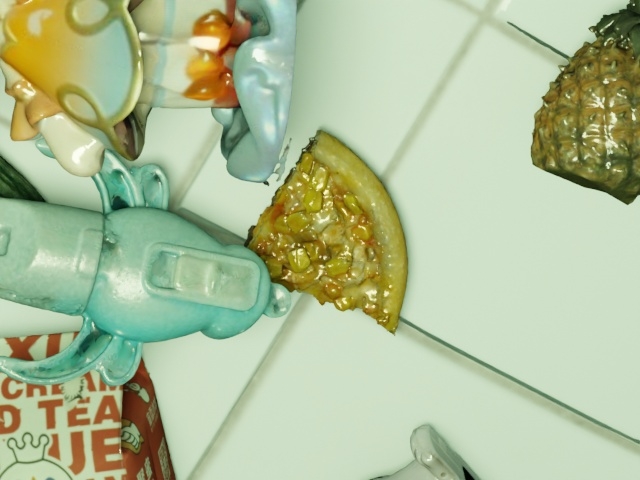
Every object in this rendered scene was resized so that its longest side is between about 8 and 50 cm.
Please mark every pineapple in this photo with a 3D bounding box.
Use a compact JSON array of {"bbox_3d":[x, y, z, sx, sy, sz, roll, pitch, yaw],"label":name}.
[{"bbox_3d":[0.225,-0.130,1.332,0.108,0.108,0.197,18,99,-9],"label":"pineapple"}]

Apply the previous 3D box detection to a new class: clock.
[{"bbox_3d":[0.093,0.247,1.492,0.117,0.080,0.176,-38,109,13],"label":"clock"}]

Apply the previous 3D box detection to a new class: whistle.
[{"bbox_3d":[-0.153,0.021,1.341,0.274,0.093,0.186,12,78,-14],"label":"whistle"}]

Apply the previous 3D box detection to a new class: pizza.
[{"bbox_3d":[0.000,0.000,1.403,0.131,0.041,0.178,-7,114,3],"label":"pizza"}]

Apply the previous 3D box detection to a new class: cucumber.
[{"bbox_3d":[-0.241,-0.032,1.378,0.048,0.048,0.105,-42,110,15],"label":"cucumber"}]

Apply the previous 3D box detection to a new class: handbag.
[{"bbox_3d":[-0.204,0.211,1.431,0.171,0.151,0.298,-10,108,9],"label":"handbag"}]

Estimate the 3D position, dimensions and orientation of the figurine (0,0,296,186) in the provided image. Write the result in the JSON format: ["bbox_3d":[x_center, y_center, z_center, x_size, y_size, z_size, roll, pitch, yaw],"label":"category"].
[{"bbox_3d":[-0.225,-0.157,1.242,0.388,0.248,0.276,0,111,-12],"label":"figurine"}]
